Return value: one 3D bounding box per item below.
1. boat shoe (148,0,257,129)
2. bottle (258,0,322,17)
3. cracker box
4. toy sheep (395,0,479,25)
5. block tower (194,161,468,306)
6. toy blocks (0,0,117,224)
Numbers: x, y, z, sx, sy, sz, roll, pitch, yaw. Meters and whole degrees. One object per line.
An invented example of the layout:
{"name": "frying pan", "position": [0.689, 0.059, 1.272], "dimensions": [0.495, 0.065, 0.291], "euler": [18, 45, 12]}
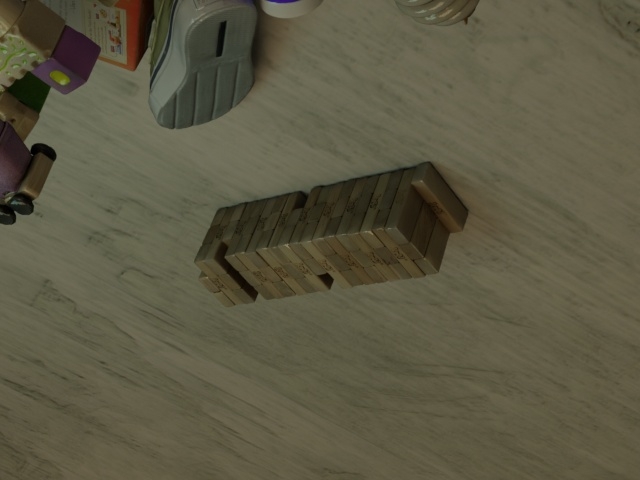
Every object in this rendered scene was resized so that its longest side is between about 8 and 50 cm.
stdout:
{"name": "boat shoe", "position": [-0.122, -0.205, 1.344], "dimensions": [0.109, 0.094, 0.302], "euler": [-15, 165, -18]}
{"name": "bottle", "position": [-0.049, -0.320, 1.148], "dimensions": [0.118, 0.092, 0.283], "euler": [7, 142, 19]}
{"name": "cracker box", "position": [-0.280, -0.280, 1.346], "dimensions": [0.232, 0.067, 0.155], "euler": [19, 144, 2]}
{"name": "toy sheep", "position": [0.097, -0.238, 1.188], "dimensions": [0.091, 0.091, 0.132], "euler": [-12, 151, 38]}
{"name": "block tower", "position": [0.000, 0.000, 1.546], "dimensions": [0.335, 0.097, 0.091], "euler": [-12, 133, 37]}
{"name": "toy blocks", "position": [-0.378, -0.178, 1.206], "dimensions": [0.260, 0.309, 0.288], "euler": [36, 141, -29]}
